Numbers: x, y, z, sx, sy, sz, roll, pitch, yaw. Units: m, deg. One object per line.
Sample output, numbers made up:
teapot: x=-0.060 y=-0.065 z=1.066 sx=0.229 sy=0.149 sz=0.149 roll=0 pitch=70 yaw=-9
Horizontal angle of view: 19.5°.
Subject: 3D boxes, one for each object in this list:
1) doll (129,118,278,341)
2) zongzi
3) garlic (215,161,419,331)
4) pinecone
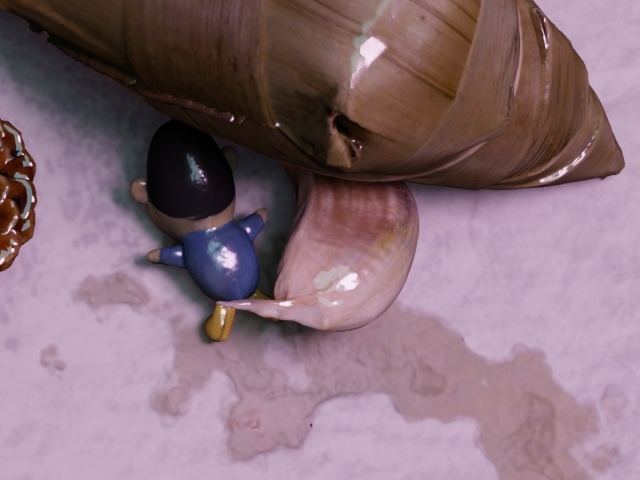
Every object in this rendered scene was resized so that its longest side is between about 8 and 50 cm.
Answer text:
doll: x=-0.089 y=-0.013 z=1.431 sx=0.102 sy=0.089 sz=0.179 roll=-20 pitch=107 yaw=-18
zongzi: x=-0.042 y=-0.168 z=1.466 sx=0.500 sy=0.467 sz=0.218 roll=24 pitch=86 yaw=28
garlic: x=0.005 y=0.010 z=1.417 sx=0.128 sy=0.090 sz=0.198 roll=26 pitch=48 yaw=-5
pinecone: x=-0.284 y=-0.036 z=1.335 sx=0.163 sy=0.165 sz=0.163 roll=0 pitch=86 yaw=-5
